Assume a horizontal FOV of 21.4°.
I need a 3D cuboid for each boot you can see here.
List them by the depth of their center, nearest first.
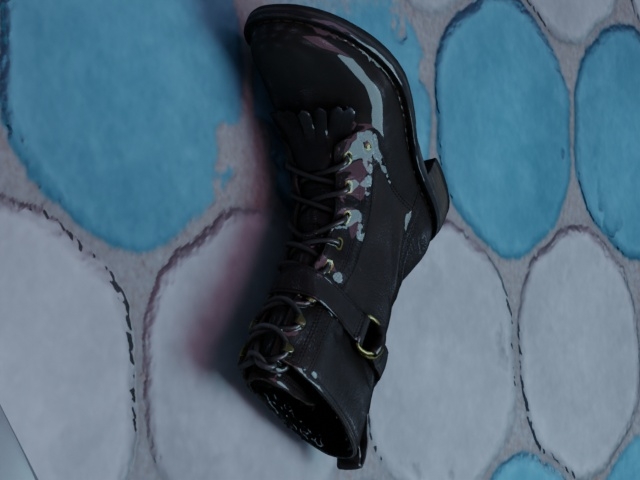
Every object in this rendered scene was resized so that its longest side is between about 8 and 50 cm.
[{"bbox_3d":[0.000,0.000,1.128,0.263,0.091,0.229,54,46,-37],"label":"boot"}]

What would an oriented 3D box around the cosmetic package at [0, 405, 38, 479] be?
[{"bbox_3d":[-0.265,0.131,0.453,0.161,0.453,0.230,-45,120,-46],"label":"cosmetic package"}]
